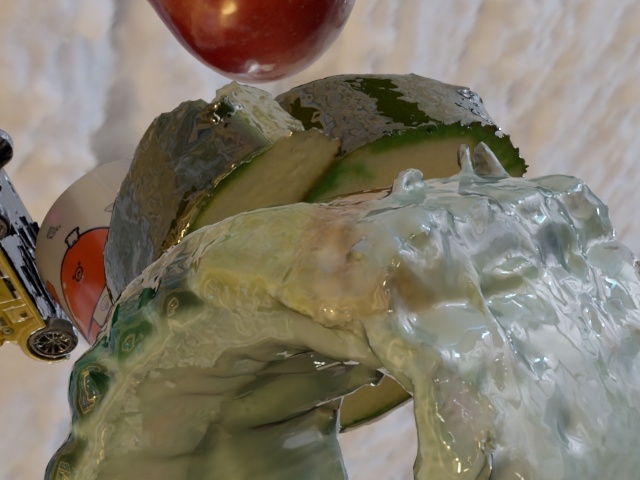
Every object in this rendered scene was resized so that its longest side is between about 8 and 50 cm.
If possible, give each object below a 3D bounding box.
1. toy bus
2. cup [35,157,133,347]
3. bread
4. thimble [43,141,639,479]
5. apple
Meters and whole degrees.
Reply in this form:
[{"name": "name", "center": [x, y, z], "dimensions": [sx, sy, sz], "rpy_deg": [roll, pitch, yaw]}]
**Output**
[{"name": "toy bus", "center": [-0.397, 0.014, 1.880], "dimensions": [0.151, 0.145, 0.331], "rpy_deg": [-15, 138, 4]}, {"name": "cup", "center": [-0.161, 0.074, 1.787], "dimensions": [0.212, 0.317, 0.212], "rpy_deg": [-20, 131, -24]}, {"name": "bread", "center": [0.000, 0.000, 1.349], "dimensions": [0.366, 0.129, 0.382], "rpy_deg": [-39, 134, 2]}, {"name": "thimble", "center": [0.024, 0.105, 0.640], "dimensions": [0.167, 0.254, 0.288], "rpy_deg": [-11, 132, -47]}, {"name": "apple", "center": [-0.081, -0.301, 1.760], "dimensions": [0.216, 0.260, 0.260], "rpy_deg": [-42, 161, 12]}]
